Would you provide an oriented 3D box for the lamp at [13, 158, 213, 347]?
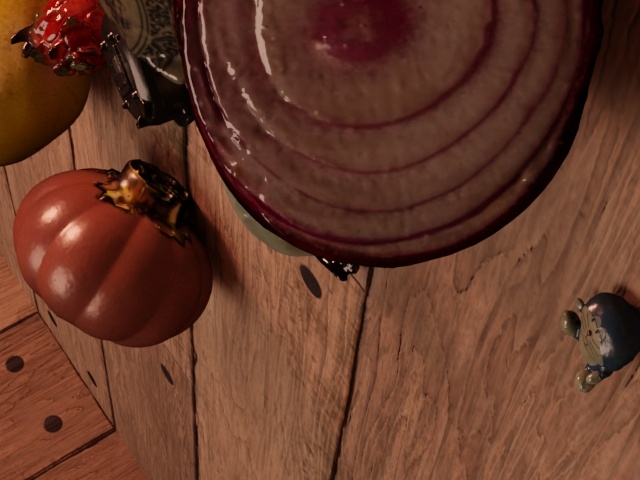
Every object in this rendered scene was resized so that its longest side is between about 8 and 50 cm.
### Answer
[{"bbox_3d":[-0.287,0.008,2.092,0.305,0.240,0.305,32,-165,-10],"label":"lamp"}]

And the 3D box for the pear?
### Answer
[{"bbox_3d":[-0.481,-0.274,2.128,0.285,0.285,0.336,37,149,49],"label":"pear"}]

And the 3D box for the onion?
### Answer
[{"bbox_3d":[0.048,-0.165,0.979,0.260,0.281,0.337,-77,-21,-68],"label":"onion"}]

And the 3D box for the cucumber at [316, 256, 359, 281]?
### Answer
[{"bbox_3d":[0.001,0.001,1.669,0.135,0.033,0.034,48,-165,32],"label":"cucumber"}]

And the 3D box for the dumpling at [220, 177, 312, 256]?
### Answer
[{"bbox_3d":[-0.045,-0.079,1.601,0.104,0.149,0.217,-23,106,32],"label":"dumpling"}]

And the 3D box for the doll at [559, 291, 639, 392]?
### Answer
[{"bbox_3d":[0.229,0.075,1.179,0.083,0.050,0.076,110,146,-67],"label":"doll"}]

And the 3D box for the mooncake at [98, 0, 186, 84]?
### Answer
[{"bbox_3d":[-0.177,-0.305,1.528,0.250,0.136,0.254,49,158,39],"label":"mooncake"}]

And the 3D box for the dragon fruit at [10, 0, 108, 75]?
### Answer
[{"bbox_3d":[-0.332,-0.276,1.973,0.142,0.121,0.130,16,150,39],"label":"dragon fruit"}]

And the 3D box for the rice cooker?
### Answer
[{"bbox_3d":[-0.201,-0.215,1.764,0.112,0.106,0.165,-27,81,68],"label":"rice cooker"}]
